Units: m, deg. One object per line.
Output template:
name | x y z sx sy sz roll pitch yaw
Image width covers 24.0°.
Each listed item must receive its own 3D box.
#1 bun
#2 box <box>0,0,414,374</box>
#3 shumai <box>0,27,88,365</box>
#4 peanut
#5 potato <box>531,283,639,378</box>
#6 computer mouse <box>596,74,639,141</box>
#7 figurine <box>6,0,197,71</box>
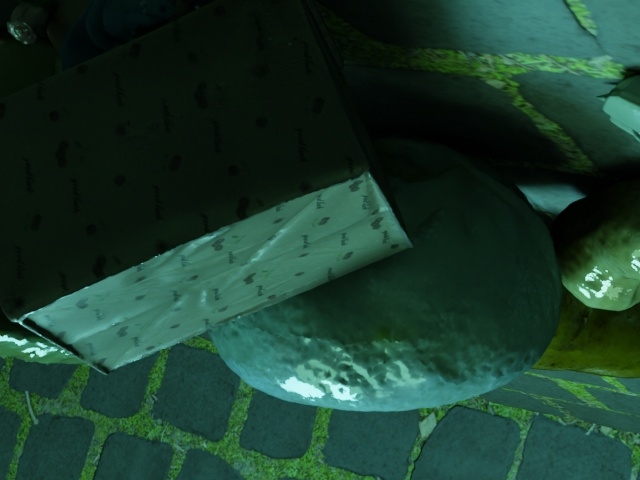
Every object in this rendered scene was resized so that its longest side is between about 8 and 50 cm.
bun | 0.059 0.015 1.429 0.362 0.211 0.362 -3 -161 1
box | -0.102 -0.046 1.205 0.297 0.190 0.225 -24 161 5
shumai | -0.309 -0.048 1.476 0.324 0.323 0.397 10 180 41
peanut | 0.291 0.005 1.425 0.110 0.120 0.236 40 169 -7
potato | 0.281 0.083 1.748 0.369 0.176 0.195 19 142 -33
computer mouse | 0.292 -0.087 1.150 0.182 0.056 0.089 11 163 28
figurine | -0.172 -0.185 1.229 0.145 0.114 0.178 27 155 -15
